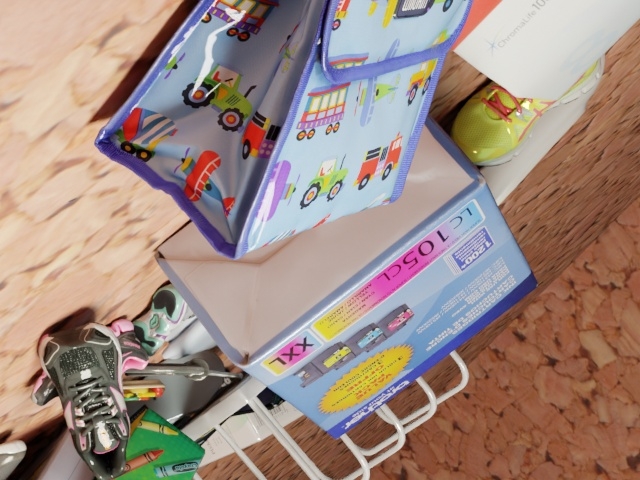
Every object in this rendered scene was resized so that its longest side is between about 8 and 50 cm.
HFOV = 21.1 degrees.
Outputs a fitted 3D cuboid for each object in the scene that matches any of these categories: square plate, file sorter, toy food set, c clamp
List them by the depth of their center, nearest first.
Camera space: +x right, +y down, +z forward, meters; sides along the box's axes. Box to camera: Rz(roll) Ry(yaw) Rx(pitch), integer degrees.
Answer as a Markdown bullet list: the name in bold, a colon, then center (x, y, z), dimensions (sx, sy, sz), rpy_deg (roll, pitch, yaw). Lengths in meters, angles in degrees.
- **c clamp**: center (-0.144, 0.125, 1.683), dimensions (0.137, 0.022, 0.161), rpy_deg (3, 176, -2)
- **toy food set**: center (-0.197, 0.150, 1.712), dimensions (0.083, 0.020, 0.082), rpy_deg (-6, 174, 37)
- **file sorter**: center (0.000, 0.187, 1.902), dimensions (0.277, 0.173, 0.193), rpy_deg (-39, 180, -40)
- **square plate**: center (0.185, -0.048, 2.047), dimensions (0.344, 0.049, 0.347), rpy_deg (-45, 176, -42)

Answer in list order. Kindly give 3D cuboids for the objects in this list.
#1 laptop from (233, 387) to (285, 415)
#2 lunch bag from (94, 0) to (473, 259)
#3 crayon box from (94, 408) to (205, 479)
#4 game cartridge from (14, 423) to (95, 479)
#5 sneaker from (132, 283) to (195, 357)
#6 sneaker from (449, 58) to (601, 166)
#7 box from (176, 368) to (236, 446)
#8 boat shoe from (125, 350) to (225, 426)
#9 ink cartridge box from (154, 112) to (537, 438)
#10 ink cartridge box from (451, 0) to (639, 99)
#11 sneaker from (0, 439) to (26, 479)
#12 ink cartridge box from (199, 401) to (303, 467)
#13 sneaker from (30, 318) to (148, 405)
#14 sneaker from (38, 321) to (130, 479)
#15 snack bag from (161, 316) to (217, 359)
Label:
- **laptop**: center (-0.036, 0.119, 2.215), dimensions (0.234, 0.136, 0.264), rpy_deg (-26, 136, -53)
- **lunch bag**: center (0.015, -0.158, 1.144), dimensions (0.221, 0.138, 0.293), rpy_deg (-21, 145, -56)
- **crayon box**: center (-0.246, 0.314, 1.773), dimensions (0.278, 0.081, 0.165), rpy_deg (-45, -170, 37)
- **game cartridge**: center (-0.306, 0.298, 1.699), dimensions (0.196, 0.060, 0.294), rpy_deg (-42, -168, 31)
- **sneaker**: center (-0.142, 0.074, 1.645), dimensions (0.098, 0.038, 0.069), rpy_deg (-48, 166, 34)
- **sneaker**: center (0.215, -0.164, 1.829), dimensions (0.208, 0.081, 0.094), rpy_deg (-42, 159, -16)
- **box**: center (-0.203, 0.248, 2.066), dimensions (0.175, 0.051, 0.220), rpy_deg (-46, 168, 27)
- **boat shoe**: center (-0.186, 0.185, 1.883), dimensions (0.183, 0.065, 0.083), rpy_deg (-36, 176, -10)
- **ink cartridge box**: center (0.047, 0.035, 1.637), dimensions (0.270, 0.151, 0.395), rpy_deg (-37, 159, 2)
- **ink cartridge box**: center (0.242, -0.258, 1.503), dimensions (0.308, 0.091, 0.385), rpy_deg (-45, 169, 19)
- **sneaker**: center (-0.331, 0.255, 1.654), dimensions (0.158, 0.065, 0.061), rpy_deg (-43, 167, 15)
- **ink cartridge box**: center (-0.118, 0.267, 2.469), dimensions (0.224, 0.056, 0.181), rpy_deg (-26, 180, 39)
- **sneaker**: center (-0.208, 0.122, 1.574), dimensions (0.119, 0.057, 0.047), rpy_deg (-33, 168, -25)
- **sneaker**: center (-0.195, 0.145, 1.511), dimensions (0.072, 0.077, 0.178), rpy_deg (-20, 140, -5)
- **snack bag**: center (0.000, 0.000, 1.831), dimensions (0.323, 0.037, 0.342), rpy_deg (-43, 170, 14)
